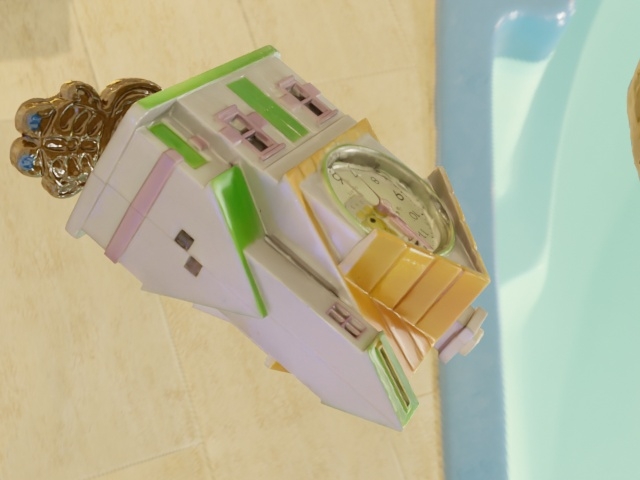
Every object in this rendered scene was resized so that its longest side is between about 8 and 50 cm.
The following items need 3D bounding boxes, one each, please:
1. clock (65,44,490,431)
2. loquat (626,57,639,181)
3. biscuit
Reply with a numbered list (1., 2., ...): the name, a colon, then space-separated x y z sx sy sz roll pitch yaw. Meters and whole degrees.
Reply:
1. clock: 0.000 0.000 0.780 0.309 0.166 0.235 41 33 4
2. loquat: 0.343 -0.086 0.588 0.276 0.284 0.276 31 47 -40
3. biscuit: -0.195 -0.087 0.865 0.026 0.124 0.175 27 22 37
